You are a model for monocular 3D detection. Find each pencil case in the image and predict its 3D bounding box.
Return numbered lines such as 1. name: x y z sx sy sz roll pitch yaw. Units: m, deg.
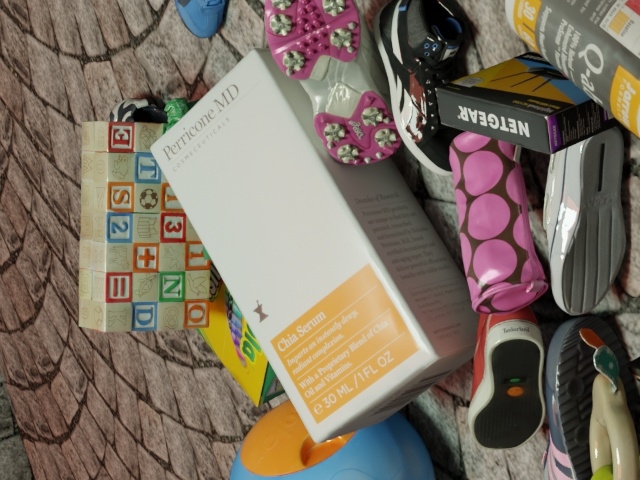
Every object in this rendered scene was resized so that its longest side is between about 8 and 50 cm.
1. pencil case: 0.199 -0.026 1.757 0.098 0.095 0.209 -21 67 33

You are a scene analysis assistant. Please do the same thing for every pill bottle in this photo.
1. pill bottle: 0.310 -0.180 1.445 0.278 0.162 0.162 47 146 33

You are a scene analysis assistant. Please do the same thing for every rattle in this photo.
1. rattle: 0.351 0.191 1.695 0.130 0.143 0.199 -2 -90 -77

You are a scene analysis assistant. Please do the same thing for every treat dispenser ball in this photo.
1. treat dispenser ball: 0.017 0.348 2.200 0.288 0.288 0.288 39 141 41

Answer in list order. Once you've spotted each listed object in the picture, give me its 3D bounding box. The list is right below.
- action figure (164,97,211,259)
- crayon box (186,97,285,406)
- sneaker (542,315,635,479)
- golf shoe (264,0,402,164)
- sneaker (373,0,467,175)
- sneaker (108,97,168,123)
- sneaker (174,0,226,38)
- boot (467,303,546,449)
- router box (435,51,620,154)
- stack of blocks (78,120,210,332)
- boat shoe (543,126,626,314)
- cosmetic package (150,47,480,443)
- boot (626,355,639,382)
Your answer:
1. action figure: -0.165 -0.089 2.227 0.137 0.063 0.232 -11 102 58
2. crayon box: -0.120 0.016 2.385 0.313 0.106 0.363 49 146 30
3. sneaker: 0.291 0.230 1.833 0.131 0.112 0.319 20 123 61
4. golf shoe: 0.011 -0.235 1.896 0.140 0.115 0.306 -87 -19 -49
5. sneaker: 0.133 -0.185 1.831 0.121 0.079 0.217 -25 87 63
6. sneaker: -0.264 -0.122 2.546 0.153 0.094 0.235 162 96 -70
7. sneaker: -0.155 -0.364 2.213 0.082 0.069 0.209 38 140 37
8. boot: 0.217 0.122 1.891 0.244 0.088 0.176 91 177 -47
9. router box: 0.226 -0.144 1.645 0.179 0.133 0.046 22 129 53
10. stack of blocks: -0.250 -0.021 2.289 0.087 0.171 0.297 6 95 56
11. boat shoe: 0.280 -0.034 1.709 0.076 0.083 0.226 -132 42 -55
12. cosmetic package: 0.000 0.000 2.032 0.230 0.161 0.453 -40 73 32
13. boot: 0.408 0.183 1.640 0.198 0.077 0.137 8 122 59
